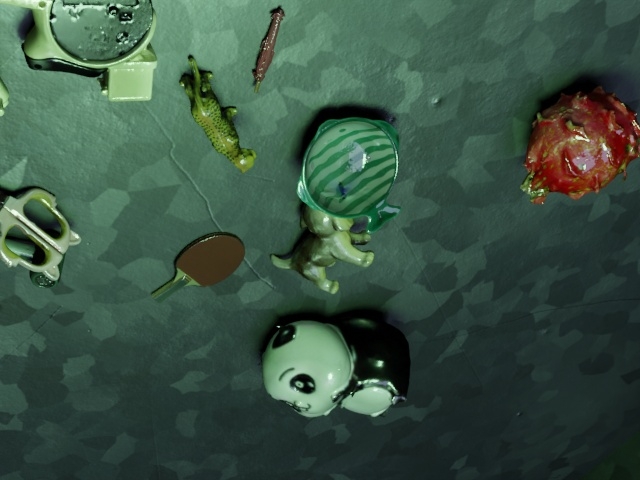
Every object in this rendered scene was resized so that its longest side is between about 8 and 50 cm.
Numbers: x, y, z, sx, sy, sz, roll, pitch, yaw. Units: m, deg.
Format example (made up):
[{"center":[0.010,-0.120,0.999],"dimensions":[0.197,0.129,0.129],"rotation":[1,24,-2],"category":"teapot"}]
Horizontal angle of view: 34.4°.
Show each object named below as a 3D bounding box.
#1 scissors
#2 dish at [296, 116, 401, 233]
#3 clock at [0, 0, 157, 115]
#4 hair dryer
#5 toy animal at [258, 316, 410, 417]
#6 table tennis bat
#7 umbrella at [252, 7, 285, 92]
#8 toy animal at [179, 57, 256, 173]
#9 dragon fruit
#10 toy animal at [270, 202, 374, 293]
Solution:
[{"center":[-0.559,-0.059,1.818],"dimensions":[0.024,0.160,0.317],"rotation":[-7,138,47],"category":"scissors"},{"center":[0.054,-0.134,1.980],"dimensions":[0.224,0.078,0.246],"rotation":[-36,117,-6],"category":"dish"},{"center":[-0.443,-0.318,1.601],"dimensions":[0.379,0.120,0.276],"rotation":[-6,129,-18],"category":"clock"},{"center":[-0.572,0.020,1.908],"dimensions":[0.197,0.100,0.057],"rotation":[16,133,-15],"category":"hair dryer"},{"center":[0.023,0.281,2.313],"dimensions":[0.310,0.251,0.251],"rotation":[10,129,-16],"category":"toy animal"},{"center":[-0.252,0.060,2.119],"dimensions":[0.220,0.019,0.130],"rotation":[-35,136,11],"category":"table tennis bat"},{"center":[-0.093,-0.329,1.797],"dimensions":[0.027,0.025,0.165],"rotation":[15,125,-10],"category":"umbrella"},{"center":[-0.183,-0.215,1.791],"dimensions":[0.073,0.136,0.181],"rotation":[-25,136,2],"category":"toy animal"},{"center":[0.503,-0.183,2.052],"dimensions":[0.268,0.205,0.210],"rotation":[-41,150,11],"category":"dragon fruit"},{"center":[0.017,-0.001,2.106],"dimensions":[0.168,0.121,0.233],"rotation":[20,134,-17],"category":"toy animal"}]
